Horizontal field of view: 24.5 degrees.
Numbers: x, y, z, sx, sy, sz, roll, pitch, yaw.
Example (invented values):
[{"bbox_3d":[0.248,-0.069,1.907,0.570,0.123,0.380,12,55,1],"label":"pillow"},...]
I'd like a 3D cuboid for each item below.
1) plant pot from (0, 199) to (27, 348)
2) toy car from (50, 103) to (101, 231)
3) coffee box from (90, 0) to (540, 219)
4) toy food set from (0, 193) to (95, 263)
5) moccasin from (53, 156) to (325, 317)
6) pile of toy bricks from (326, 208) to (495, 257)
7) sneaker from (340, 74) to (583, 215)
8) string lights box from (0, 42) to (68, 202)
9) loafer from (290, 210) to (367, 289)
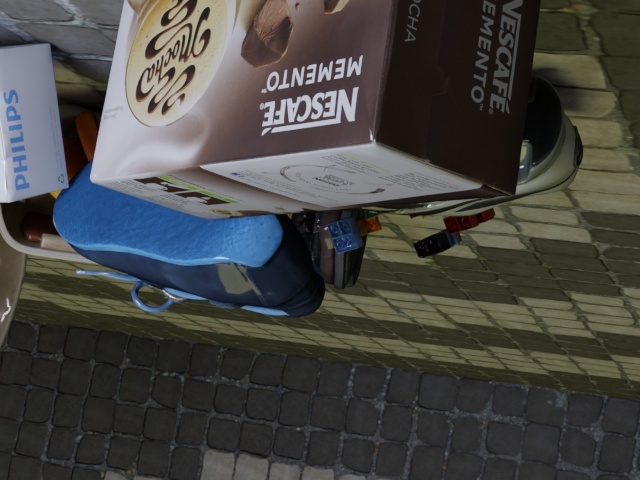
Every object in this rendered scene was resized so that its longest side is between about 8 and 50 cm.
[{"bbox_3d":[-0.568,0.036,1.783,0.305,0.334,0.334,17,171,11],"label":"plant pot"},{"bbox_3d":[-0.193,-0.071,1.471,0.136,0.159,0.182,-37,146,20],"label":"toy car"},{"bbox_3d":[-0.010,-0.111,0.951,0.119,0.168,0.297,18,167,-38],"label":"coffee box"},{"bbox_3d":[-0.220,-0.040,1.652,0.306,0.092,0.220,8,-168,-16],"label":"toy food set"},{"bbox_3d":[-0.119,0.007,1.219,0.117,0.138,0.342,46,171,-31],"label":"moccasin"},{"bbox_3d":[0.097,-0.050,1.412,0.105,0.118,0.212,-24,-174,-42],"label":"pile of toy bricks"},{"bbox_3d":[0.059,-0.068,1.242,0.330,0.122,0.146,5,167,25],"label":"sneaker"},{"bbox_3d":[-0.354,-0.105,1.340,0.259,0.133,0.077,2,-168,36],"label":"string lights box"},{"bbox_3d":[0.000,0.000,1.719,0.095,0.109,0.302,13,173,5],"label":"loafer"}]
